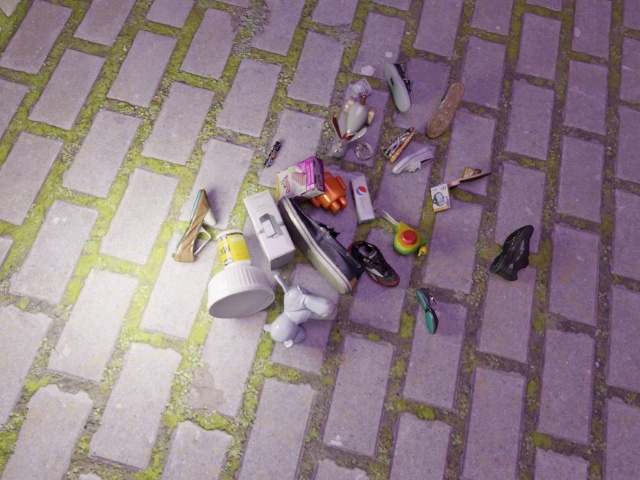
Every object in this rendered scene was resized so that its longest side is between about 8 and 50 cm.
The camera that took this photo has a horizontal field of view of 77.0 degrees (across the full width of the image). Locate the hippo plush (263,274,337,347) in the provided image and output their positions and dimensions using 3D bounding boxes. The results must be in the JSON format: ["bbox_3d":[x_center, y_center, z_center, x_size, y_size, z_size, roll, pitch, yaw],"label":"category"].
[{"bbox_3d":[-0.081,0.316,1.609,0.234,0.294,0.236,22,80,26],"label":"hippo plush"}]

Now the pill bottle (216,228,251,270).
[{"bbox_3d":[-0.369,0.068,1.734,0.119,0.119,0.208,-17,75,-8],"label":"pill bottle"}]

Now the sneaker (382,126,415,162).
[{"bbox_3d":[0.386,-0.481,1.962,0.083,0.084,0.215,36,76,12],"label":"sneaker"}]

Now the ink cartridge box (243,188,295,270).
[{"bbox_3d":[-0.216,-0.038,1.729,0.121,0.211,0.289,-22,77,-11],"label":"ink cartridge box"}]

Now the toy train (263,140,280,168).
[{"bbox_3d":[-0.232,-0.409,1.934,0.036,0.027,0.158,28,73,-6],"label":"toy train"}]

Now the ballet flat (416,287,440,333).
[{"bbox_3d":[0.481,0.300,1.741,0.074,0.074,0.203,-14,72,-7],"label":"ballet flat"}]

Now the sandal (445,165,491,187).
[{"bbox_3d":[0.698,-0.319,1.927,0.240,0.088,0.079,-20,81,-4],"label":"sandal"}]

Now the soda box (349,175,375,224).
[{"bbox_3d":[0.191,-0.187,1.865,0.069,0.074,0.216,-11,74,-6],"label":"soda box"}]

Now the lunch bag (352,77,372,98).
[{"bbox_3d":[0.217,-0.775,2.055,0.071,0.053,0.083,-36,88,-11],"label":"lunch bag"}]

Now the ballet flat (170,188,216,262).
[{"bbox_3d":[-0.539,-0.056,1.776,0.124,0.116,0.342,23,73,-17],"label":"ballet flat"}]

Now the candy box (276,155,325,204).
[{"bbox_3d":[-0.093,-0.259,1.803,0.233,0.071,0.159,-18,69,37],"label":"candy box"}]

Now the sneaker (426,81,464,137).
[{"bbox_3d":[0.624,-0.645,2.026,0.099,0.153,0.282,29,104,3],"label":"sneaker"}]

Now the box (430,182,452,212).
[{"bbox_3d":[0.568,-0.207,1.895,0.081,0.028,0.136,-16,72,34],"label":"box"}]

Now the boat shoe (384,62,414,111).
[{"bbox_3d":[0.418,-0.781,2.040,0.105,0.113,0.306,-9,59,-12],"label":"boat shoe"}]

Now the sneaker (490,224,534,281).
[{"bbox_3d":[0.895,0.058,1.829,0.130,0.109,0.286,35,84,1],"label":"sneaker"}]

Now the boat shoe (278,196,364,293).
[{"bbox_3d":[0.000,0.000,1.750,0.156,0.187,0.500,-38,84,-18],"label":"boat shoe"}]

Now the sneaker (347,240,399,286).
[{"bbox_3d":[0.238,0.098,1.753,0.276,0.135,0.097,43,74,8],"label":"sneaker"}]

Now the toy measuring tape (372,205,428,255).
[{"bbox_3d":[0.337,-0.030,1.814,0.330,0.121,0.121,37,75,16],"label":"toy measuring tape"}]

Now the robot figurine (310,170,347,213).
[{"bbox_3d":[0.030,-0.226,1.840,0.158,0.128,0.219,-40,77,19],"label":"robot figurine"}]

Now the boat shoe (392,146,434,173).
[{"bbox_3d":[0.452,-0.373,1.931,0.226,0.083,0.076,-34,77,-13],"label":"boat shoe"}]

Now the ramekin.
[{"bbox_3d":[-0.328,0.206,1.629,0.273,0.273,0.127,-15,62,-8],"label":"ramekin"}]

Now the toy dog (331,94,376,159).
[{"bbox_3d":[0.162,-0.565,1.932,0.220,0.161,0.333,5,73,-1],"label":"toy dog"}]
